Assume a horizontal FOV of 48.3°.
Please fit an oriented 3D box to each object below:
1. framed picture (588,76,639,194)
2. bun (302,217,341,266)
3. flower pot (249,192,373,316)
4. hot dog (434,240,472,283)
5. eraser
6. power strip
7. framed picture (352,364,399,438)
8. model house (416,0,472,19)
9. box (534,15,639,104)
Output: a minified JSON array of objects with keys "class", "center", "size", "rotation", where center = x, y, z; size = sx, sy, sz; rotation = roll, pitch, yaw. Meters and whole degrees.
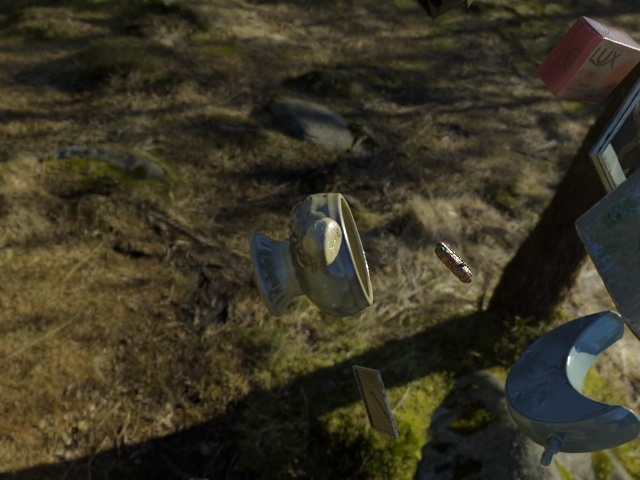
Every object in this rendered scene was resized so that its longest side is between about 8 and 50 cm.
[{"class":"framed picture","center":[0.575,-0.167,1.261],"size":[0.018,0.231,0.293],"rotation":[32,-5,42]},{"class":"bun","center":[0.000,0.000,1.255],"size":[0.054,0.086,0.086],"rotation":[10,26,24]},{"class":"flower pot","center":[-0.026,0.052,1.711],"size":[0.244,0.308,0.307],"rotation":[-17,31,8]},{"class":"hot dog","center":[0.305,0.048,1.625],"size":[0.122,0.037,0.049],"rotation":[46,29,-11]},{"class":"eraser","center":[0.353,-0.027,0.626],"size":[0.081,0.227,0.174],"rotation":[28,34,-26]},{"class":"power strip","center":[0.318,0.191,0.914],"size":[0.054,0.167,0.253],"rotation":[56,31,-15]},{"class":"framed picture","center":[0.116,0.340,1.515],"size":[0.011,0.149,0.109],"rotation":[-20,6,-23]},{"class":"model house","center":[0.303,-0.589,1.451],"size":[0.243,0.211,0.204],"rotation":[-28,57,2]},{"class":"box","center":[0.412,-0.271,1.088],"size":[0.156,0.111,0.060],"rotation":[-5,51,-42]}]
